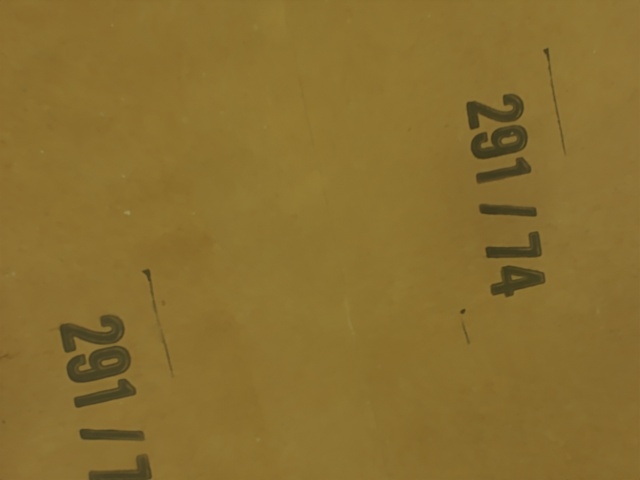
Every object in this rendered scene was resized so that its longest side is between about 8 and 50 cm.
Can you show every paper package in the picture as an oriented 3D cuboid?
[{"bbox_3d":[0.000,0.000,0.505,0.309,0.168,0.325,-18,-74,-10],"label":"paper package"}]
